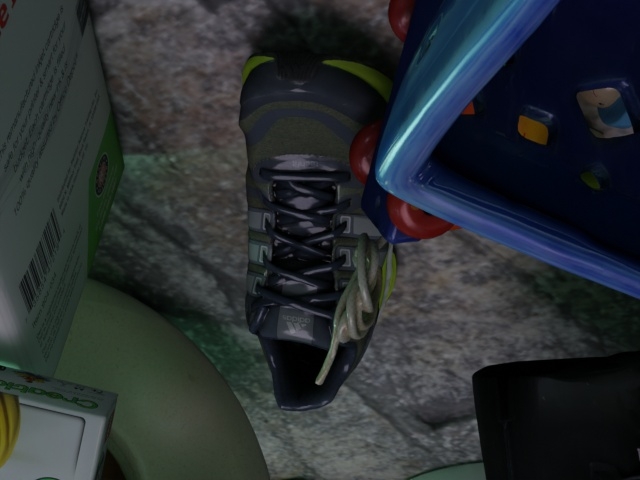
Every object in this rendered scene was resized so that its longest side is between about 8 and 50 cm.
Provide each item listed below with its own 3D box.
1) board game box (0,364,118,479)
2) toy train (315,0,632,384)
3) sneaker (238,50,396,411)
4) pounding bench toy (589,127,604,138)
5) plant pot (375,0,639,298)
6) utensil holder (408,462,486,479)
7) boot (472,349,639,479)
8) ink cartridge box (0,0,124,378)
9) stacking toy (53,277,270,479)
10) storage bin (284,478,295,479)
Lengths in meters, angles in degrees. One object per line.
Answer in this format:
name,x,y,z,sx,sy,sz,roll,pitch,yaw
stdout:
board game box,-0.245,0.216,0.915,0.193,0.053,0.305,13,99,0
toy train,0.093,-0.023,0.882,0.143,0.105,0.248,10,107,-16
sneaker,0.000,0.000,0.994,0.111,0.121,0.300,4,142,10
pounding bench toy,0.123,-0.049,0.954,0.083,0.052,0.065,23,142,-14
plant pot,0.186,-0.120,0.709,0.236,0.212,0.236,22,143,-13
utensil holder,0.172,0.431,1.295,0.328,0.385,0.327,7,144,5
boot,0.282,0.294,1.088,0.367,0.445,0.146,1,167,-40
ink cartridge box,-0.210,-0.065,0.904,0.115,0.198,0.273,7,143,9
stacking toy,-0.291,0.266,1.215,0.351,0.350,0.480,30,136,-22
storage bin,-0.067,0.300,1.409,0.180,0.122,0.084,-19,134,35
